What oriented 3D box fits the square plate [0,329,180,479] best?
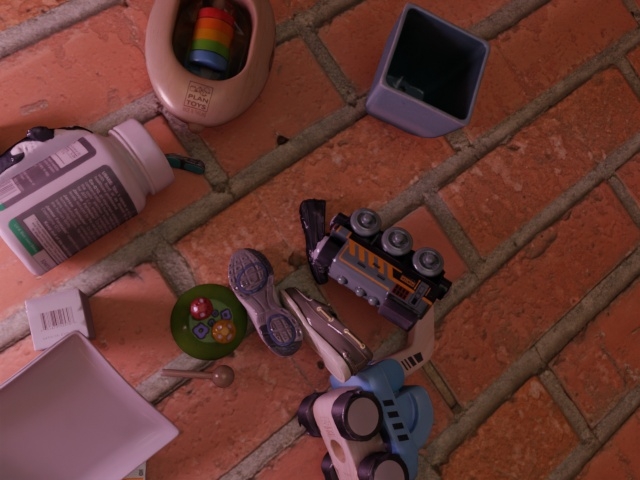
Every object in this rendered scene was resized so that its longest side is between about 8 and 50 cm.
[{"bbox_3d":[-0.525,0.390,1.164,0.344,0.049,0.347,-37,119,-9],"label":"square plate"}]

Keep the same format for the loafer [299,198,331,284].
[{"bbox_3d":[0.000,0.000,1.457,0.078,0.076,0.223,-8,79,-10],"label":"loafer"}]

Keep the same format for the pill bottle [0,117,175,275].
[{"bbox_3d":[-0.517,-0.104,1.255,0.361,0.204,0.204,-36,92,-19],"label":"pill bottle"}]

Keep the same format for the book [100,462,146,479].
[{"bbox_3d":[-0.433,0.544,1.255,0.096,0.035,0.144,3,79,-13],"label":"book"}]

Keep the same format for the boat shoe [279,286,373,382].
[{"bbox_3d":[0.004,0.201,1.339,0.091,0.109,0.305,-29,45,-17],"label":"boat shoe"}]

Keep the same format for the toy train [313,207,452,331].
[{"bbox_3d":[0.145,0.065,1.366,0.334,0.142,0.190,33,61,9],"label":"toy train"}]

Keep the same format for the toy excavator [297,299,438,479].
[{"bbox_3d":[0.173,0.347,1.403,0.445,0.222,0.433,-19,85,-33],"label":"toy excavator"}]

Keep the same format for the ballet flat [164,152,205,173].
[{"bbox_3d":[-0.339,-0.195,1.417,0.114,0.041,0.041,16,76,-13],"label":"ballet flat"}]

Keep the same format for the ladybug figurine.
[{"bbox_3d":[-0.272,-0.467,1.415,0.305,0.162,0.449,15,76,-14],"label":"ladybug figurine"}]

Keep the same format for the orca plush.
[{"bbox_3d":[-0.658,-0.180,1.309,0.287,0.102,0.151,-46,140,-9],"label":"orca plush"}]

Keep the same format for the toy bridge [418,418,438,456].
[{"bbox_3d":[0.244,0.530,1.460,0.063,0.026,0.188,24,74,-10],"label":"toy bridge"}]

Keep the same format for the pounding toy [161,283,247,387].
[{"bbox_3d":[-0.257,0.212,1.325,0.182,0.110,0.237,13,76,-14],"label":"pounding toy"}]

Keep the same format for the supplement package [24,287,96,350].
[{"bbox_3d":[-0.542,0.170,1.210,0.105,0.179,0.105,-14,84,-18],"label":"supplement package"}]

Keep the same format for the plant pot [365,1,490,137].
[{"bbox_3d":[0.253,-0.410,1.513,0.247,0.252,0.248,22,75,-11],"label":"plant pot"}]

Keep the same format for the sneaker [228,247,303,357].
[{"bbox_3d":[-0.143,0.155,1.374,0.111,0.129,0.297,-20,68,-16],"label":"sneaker"}]
